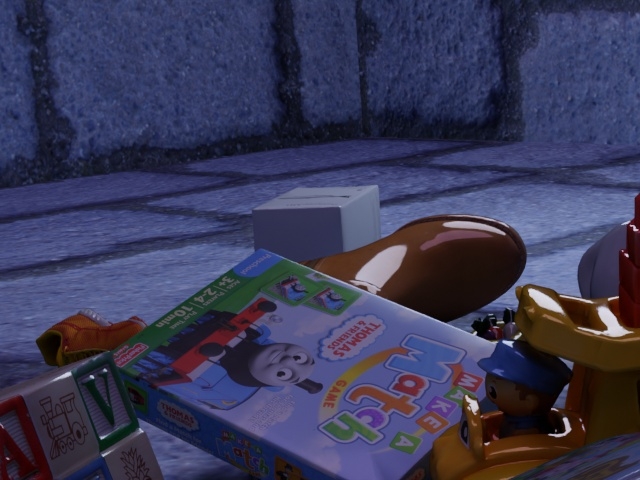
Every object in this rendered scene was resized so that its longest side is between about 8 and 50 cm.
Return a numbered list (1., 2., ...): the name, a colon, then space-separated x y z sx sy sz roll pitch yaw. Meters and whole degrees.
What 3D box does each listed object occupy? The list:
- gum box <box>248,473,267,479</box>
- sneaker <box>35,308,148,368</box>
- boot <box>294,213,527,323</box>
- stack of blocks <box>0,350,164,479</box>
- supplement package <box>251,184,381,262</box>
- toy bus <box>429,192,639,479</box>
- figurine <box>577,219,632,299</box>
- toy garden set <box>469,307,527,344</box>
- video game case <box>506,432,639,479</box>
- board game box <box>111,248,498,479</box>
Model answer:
1. gum box: 0.047 0.139 0.948 0.184 0.041 0.157 -4 8 -7
2. sneaker: -0.188 0.102 1.280 0.067 0.064 0.175 -34 19 -32
3. boot: 0.046 0.048 1.304 0.283 0.109 0.220 -5 7 6
4. stack of blocks: -0.176 0.131 0.609 0.087 0.171 0.297 -20 2 23
5. supplement package: 0.000 0.000 1.656 0.105 0.105 0.179 -1 10 15
6. toy bus: 0.157 0.078 0.756 0.220 0.211 0.149 -5 10 4
7. figurine: 0.253 0.068 0.927 0.215 0.092 0.209 -17 34 35
8. toy garden set: 0.037 0.084 1.032 0.204 0.049 0.244 -3 3 26
9. video game case: 0.057 0.122 0.577 0.212 0.023 0.193 -21 -7 -9
10. board game box: -0.004 0.086 0.903 0.211 0.039 0.160 22 38 30
